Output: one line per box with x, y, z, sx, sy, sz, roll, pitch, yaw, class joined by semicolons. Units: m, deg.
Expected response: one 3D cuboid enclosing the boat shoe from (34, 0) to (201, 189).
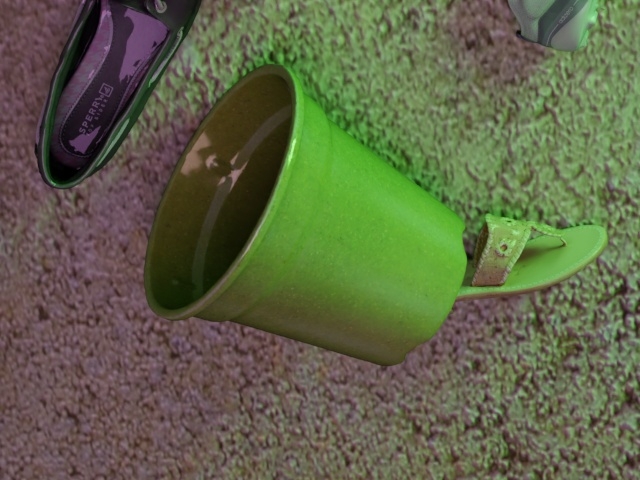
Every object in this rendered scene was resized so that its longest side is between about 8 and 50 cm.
-0.197;-0.195;1.845;0.112;0.095;0.335;23;114;-11;boat shoe

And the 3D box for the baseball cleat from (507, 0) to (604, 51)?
0.241;-0.286;1.814;0.109;0.072;0.205;14;112;1;baseball cleat

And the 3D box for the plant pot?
0.000;0.000;1.869;0.254;0.276;0.276;26;114;-24;plant pot

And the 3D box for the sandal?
0.179;0.012;1.952;0.240;0.088;0.079;-20;121;15;sandal
